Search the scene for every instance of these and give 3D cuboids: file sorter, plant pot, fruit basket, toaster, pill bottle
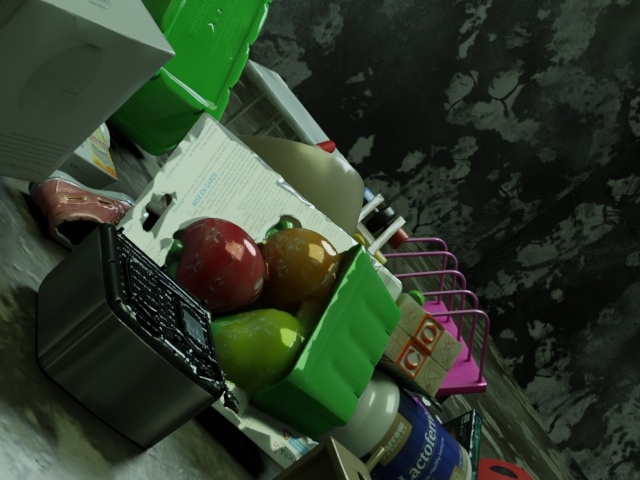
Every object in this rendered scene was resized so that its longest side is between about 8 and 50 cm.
[{"bbox_3d":[-0.101,-0.207,2.411,0.278,0.173,0.193,53,11,9],"label":"file sorter"},{"bbox_3d":[-0.087,0.001,1.612,0.284,0.284,0.191,38,51,-52],"label":"plant pot"},{"bbox_3d":[-0.268,-0.334,1.856,0.283,0.392,0.392,38,17,-40],"label":"fruit basket"},{"bbox_3d":[-0.185,0.099,1.150,0.168,0.110,0.186,44,12,-31],"label":"toaster"},{"bbox_3d":[-0.088,0.064,1.393,0.353,0.165,0.327,38,51,-10],"label":"fruit basket"},{"bbox_3d":[0.184,0.137,2.186,0.291,0.202,0.182,-112,-158,-58],"label":"file sorter"},{"bbox_3d":[0.075,0.271,1.572,0.265,0.153,0.153,45,12,-28],"label":"pill bottle"}]

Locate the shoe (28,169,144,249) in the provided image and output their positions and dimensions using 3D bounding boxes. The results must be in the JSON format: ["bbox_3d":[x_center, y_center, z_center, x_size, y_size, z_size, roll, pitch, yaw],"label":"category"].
[{"bbox_3d":[-0.266,-0.019,1.364,0.178,0.063,0.081,27,27,-54],"label":"shoe"}]

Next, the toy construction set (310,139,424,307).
[{"bbox_3d":[0.000,0.000,1.867,0.237,0.257,0.309,-29,107,-72],"label":"toy construction set"}]

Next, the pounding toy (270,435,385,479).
[{"bbox_3d":[0.015,0.294,1.290,0.100,0.130,0.141,45,12,-34],"label":"pounding toy"}]

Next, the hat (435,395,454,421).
[{"bbox_3d":[0.217,0.235,2.381,0.331,0.134,0.331,49,11,-13],"label":"hat"}]

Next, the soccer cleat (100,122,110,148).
[{"bbox_3d":[-0.357,-0.201,1.607,0.196,0.068,0.076,56,-4,17],"label":"soccer cleat"}]

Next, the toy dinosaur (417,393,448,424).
[{"bbox_3d":[0.166,0.308,1.938,0.160,0.121,0.313,50,5,30],"label":"toy dinosaur"}]

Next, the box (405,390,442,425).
[{"bbox_3d":[0.118,0.298,1.806,0.116,0.029,0.162,50,42,-3],"label":"box"}]

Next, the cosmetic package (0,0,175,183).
[{"bbox_3d":[-0.317,-0.191,1.178,0.138,0.224,0.224,57,20,22],"label":"cosmetic package"}]

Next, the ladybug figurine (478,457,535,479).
[{"bbox_3d":[0.284,0.472,1.757,0.305,0.162,0.449,50,10,-10],"label":"ladybug figurine"}]

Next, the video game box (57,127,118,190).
[{"bbox_3d":[-0.334,-0.171,1.430,0.205,0.048,0.187,42,27,-74],"label":"video game box"}]

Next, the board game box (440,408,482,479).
[{"bbox_3d":[0.176,0.341,1.690,0.026,0.126,0.186,47,31,-20],"label":"board game box"}]

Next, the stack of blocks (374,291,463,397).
[{"bbox_3d":[0.065,0.142,1.660,0.171,0.087,0.297,42,-19,-29],"label":"stack of blocks"}]
